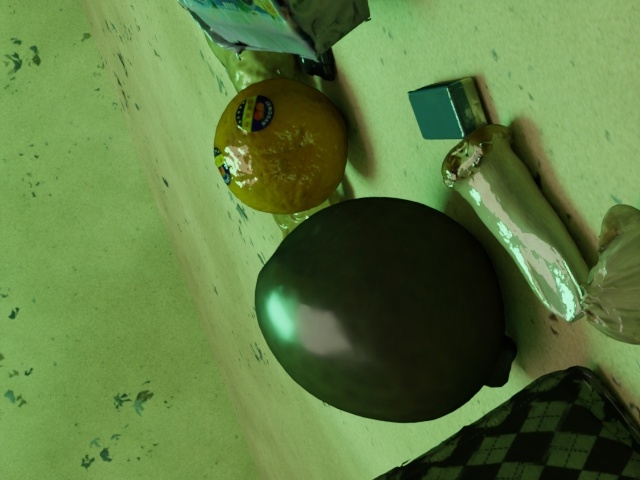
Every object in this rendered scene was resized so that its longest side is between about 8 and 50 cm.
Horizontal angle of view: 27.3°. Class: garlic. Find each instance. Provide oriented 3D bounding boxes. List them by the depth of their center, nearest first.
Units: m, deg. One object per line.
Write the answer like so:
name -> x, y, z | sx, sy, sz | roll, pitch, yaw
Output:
garlic -> 0.248, 0.026, 1.043 | 0.074, 0.094, 0.113 | -26, 79, 36

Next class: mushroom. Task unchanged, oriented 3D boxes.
mushroom -> 0.190, -0.016, 1.215 | 0.084, 0.071, 0.209 | -51, 61, 37

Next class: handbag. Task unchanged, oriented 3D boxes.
handbag -> 0.163, 0.346, 1.359 | 0.180, 0.317, 0.416 | 51, 160, 30

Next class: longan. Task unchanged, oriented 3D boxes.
longan -> 0.078, 0.076, 1.437 | 0.243, 0.300, 0.300 | -67, 26, 7

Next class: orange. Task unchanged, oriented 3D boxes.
orange -> -0.051, -0.120, 1.693 | 0.177, 0.178, 0.155 | 67, 163, 0

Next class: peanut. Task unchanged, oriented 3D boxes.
peanut -> -0.098, -0.266, 1.815 | 0.103, 0.098, 0.229 | -49, 56, 27

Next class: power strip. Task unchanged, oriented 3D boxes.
power strip -> 0.127, -0.131, 1.325 | 0.056, 0.032, 0.123 | 70, 166, -9

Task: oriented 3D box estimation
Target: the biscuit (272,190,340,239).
biscuit -> -0.002, 0.000, 1.877 | 0.144, 0.040, 0.236 | 13, 136, 46

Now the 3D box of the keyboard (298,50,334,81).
keyboard -> -0.036, -0.326, 1.651 | 0.106, 0.016, 0.262 | 35, 146, 65

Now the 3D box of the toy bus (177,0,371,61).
toy bus -> -0.064, -0.275, 1.444 | 0.138, 0.112, 0.317 | 57, 165, -21
